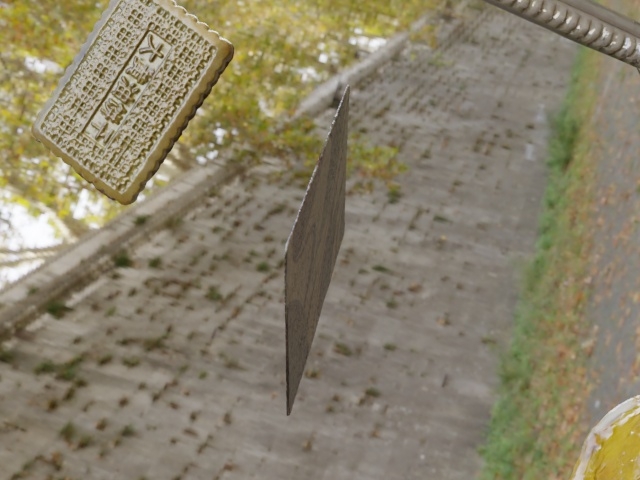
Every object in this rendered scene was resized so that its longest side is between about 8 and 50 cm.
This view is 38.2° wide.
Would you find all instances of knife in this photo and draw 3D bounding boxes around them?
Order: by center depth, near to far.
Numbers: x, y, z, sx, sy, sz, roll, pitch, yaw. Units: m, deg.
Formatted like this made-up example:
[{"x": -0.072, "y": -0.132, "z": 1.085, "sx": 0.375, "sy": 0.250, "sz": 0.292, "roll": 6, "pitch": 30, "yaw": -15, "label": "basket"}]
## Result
[{"x": 0.186, "y": -0.151, "z": 0.648, "sx": 0.043, "sy": 0.365, "sz": 0.089, "roll": -65, "pitch": 25, "yaw": 23, "label": "knife"}]

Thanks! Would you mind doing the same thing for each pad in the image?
[{"x": 0.000, "y": 0.000, "z": 0.999, "sx": 0.330, "sy": 0.004, "sz": 0.220, "roll": -72, "pitch": -14, "yaw": -52, "label": "pad"}]

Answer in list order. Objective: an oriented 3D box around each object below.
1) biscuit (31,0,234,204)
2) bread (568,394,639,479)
[{"x": -0.242, "y": -0.185, "z": 1.160, "sx": 0.254, "sy": 0.172, "sz": 0.029, "roll": -54, "pitch": -6, "yaw": 11, "label": "biscuit"}, {"x": 0.477, "y": 0.322, "z": 1.024, "sx": 0.215, "sy": 0.398, "sz": 0.398, "roll": 89, "pitch": -159, "yaw": -78, "label": "bread"}]
